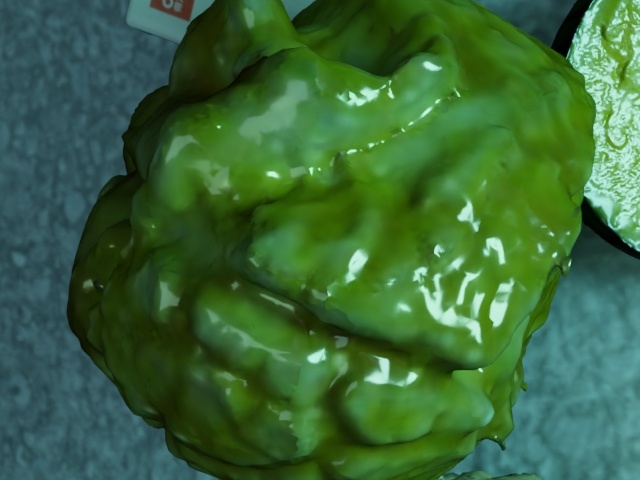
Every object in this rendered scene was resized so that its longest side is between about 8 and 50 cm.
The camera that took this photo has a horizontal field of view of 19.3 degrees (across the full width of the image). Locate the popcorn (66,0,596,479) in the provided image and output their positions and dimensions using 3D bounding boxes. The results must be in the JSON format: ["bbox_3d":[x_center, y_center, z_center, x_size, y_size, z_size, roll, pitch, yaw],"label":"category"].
[{"bbox_3d":[0.006,0.006,0.952,0.247,0.282,0.282,17,109,-5],"label":"popcorn"}]

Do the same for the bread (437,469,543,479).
[{"bbox_3d":[0.069,0.362,1.028,0.390,0.279,0.371,47,115,13],"label":"bread"}]

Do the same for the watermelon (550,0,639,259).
[{"bbox_3d":[0.161,-0.067,1.042,0.092,0.075,0.181,-13,96,-15],"label":"watermelon"}]

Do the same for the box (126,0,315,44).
[{"bbox_3d":[-0.012,-0.226,1.079,0.135,0.079,0.269,23,109,23],"label":"box"}]
